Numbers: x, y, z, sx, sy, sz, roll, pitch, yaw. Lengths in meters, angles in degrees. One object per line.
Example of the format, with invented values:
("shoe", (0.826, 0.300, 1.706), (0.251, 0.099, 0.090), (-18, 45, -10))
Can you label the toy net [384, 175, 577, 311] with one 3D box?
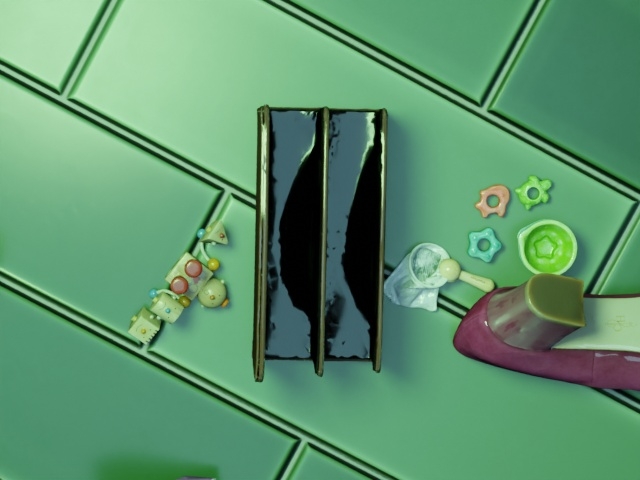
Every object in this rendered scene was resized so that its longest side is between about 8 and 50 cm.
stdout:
("toy net", (0.180, 0.009, 1.817), (0.232, 0.045, 0.122), (-19, 95, 0))

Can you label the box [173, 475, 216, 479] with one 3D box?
("box", (-0.187, 0.438, 1.767), (0.057, 0.201, 0.293), (-3, 95, 40))

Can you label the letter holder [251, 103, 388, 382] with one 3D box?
("letter holder", (0.000, 0.000, 1.726), (0.152, 0.214, 0.301), (1, 94, -2))

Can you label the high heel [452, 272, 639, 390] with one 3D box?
("high heel", (0.351, 0.130, 1.831), (0.377, 0.181, 0.127), (22, 61, -18))

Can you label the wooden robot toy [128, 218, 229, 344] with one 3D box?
("wooden robot toy", (-0.145, 0.061, 1.801), (0.079, 0.076, 0.173), (38, 93, -15))
